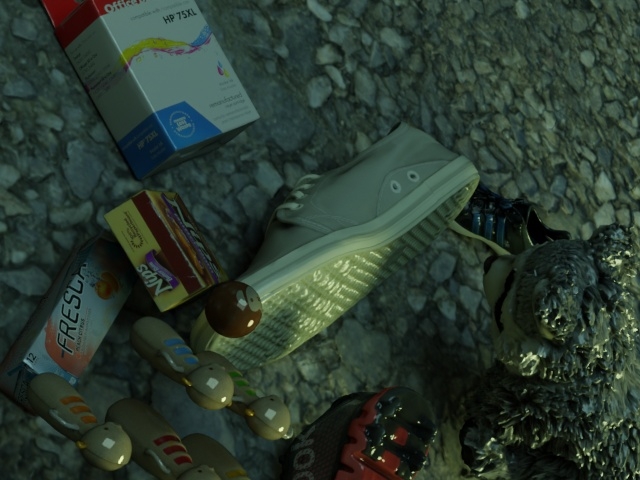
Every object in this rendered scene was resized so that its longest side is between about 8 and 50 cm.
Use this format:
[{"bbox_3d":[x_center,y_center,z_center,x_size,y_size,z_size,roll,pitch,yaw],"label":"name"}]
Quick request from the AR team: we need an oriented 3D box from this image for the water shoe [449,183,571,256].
[{"bbox_3d":[0.213,-0.035,2.120,0.203,0.080,0.073,33,50,-22],"label":"water shoe"}]

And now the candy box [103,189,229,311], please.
[{"bbox_3d":[-0.147,0.008,1.742,0.109,0.053,0.187,59,3,1],"label":"candy box"}]

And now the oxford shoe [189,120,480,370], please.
[{"bbox_3d":[0.000,0.000,1.882,0.130,0.169,0.449,42,45,12],"label":"oxford shoe"}]

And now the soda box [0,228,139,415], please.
[{"bbox_3d":[-0.237,0.077,1.696,0.058,0.063,0.183,42,47,-18],"label":"soda box"}]

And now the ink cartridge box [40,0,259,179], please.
[{"bbox_3d":[-0.182,-0.195,1.876,0.134,0.078,0.231,-27,85,-45],"label":"ink cartridge box"}]

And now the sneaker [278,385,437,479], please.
[{"bbox_3d":[0.006,0.266,1.780,0.098,0.135,0.276,40,70,-33],"label":"sneaker"}]

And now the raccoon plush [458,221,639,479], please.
[{"bbox_3d":[0.352,0.167,1.901,0.446,0.299,0.216,26,50,2],"label":"raccoon plush"}]

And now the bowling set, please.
[{"bbox_3d":[-0.103,0.141,1.612,0.154,0.200,0.287,36,6,40],"label":"bowling set"}]
